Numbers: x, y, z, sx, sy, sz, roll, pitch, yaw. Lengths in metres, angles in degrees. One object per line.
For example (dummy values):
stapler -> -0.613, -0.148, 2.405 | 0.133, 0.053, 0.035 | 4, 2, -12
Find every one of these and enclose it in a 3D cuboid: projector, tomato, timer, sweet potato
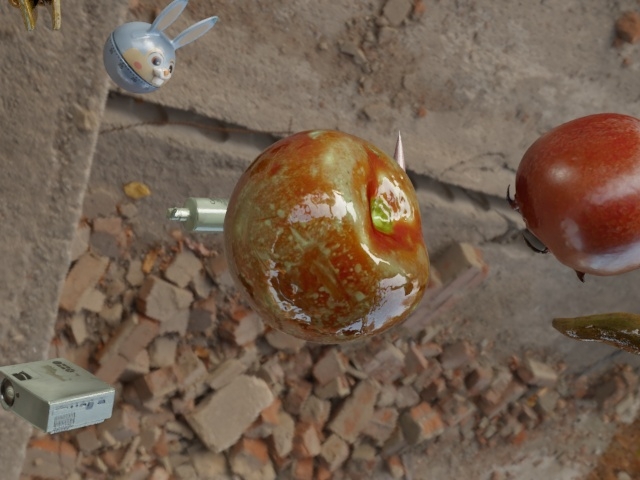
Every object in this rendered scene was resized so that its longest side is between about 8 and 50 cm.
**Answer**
projector -> -0.396, 0.230, 1.132 | 0.115, 0.147, 0.061 | 1, 102, -51
tomato -> 0.268, -0.044, 0.720 | 0.167, 0.167, 0.167 | -17, 131, -21
tomato -> 0.000, 0.000, 0.956 | 0.223, 0.270, 0.270 | -23, 143, 30
timer -> -0.360, -0.416, 1.689 | 0.256, 0.175, 0.175 | -10, 141, 23
sweet potato -> 0.546, 0.166, 1.384 | 0.077, 0.244, 0.077 | 11, 90, -71

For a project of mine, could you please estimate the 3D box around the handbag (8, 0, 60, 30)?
handbag -> -0.547, -0.582, 1.368 | 0.133, 0.401, 0.283 | -16, 141, -14

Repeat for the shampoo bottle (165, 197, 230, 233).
shampoo bottle -> -0.233, -0.057, 1.774 | 0.263, 0.085, 0.085 | 0, 123, -35

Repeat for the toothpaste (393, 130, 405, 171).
toothpaste -> 0.147, -0.108, 1.459 | 0.043, 0.194, 0.067 | 2, 161, 5
